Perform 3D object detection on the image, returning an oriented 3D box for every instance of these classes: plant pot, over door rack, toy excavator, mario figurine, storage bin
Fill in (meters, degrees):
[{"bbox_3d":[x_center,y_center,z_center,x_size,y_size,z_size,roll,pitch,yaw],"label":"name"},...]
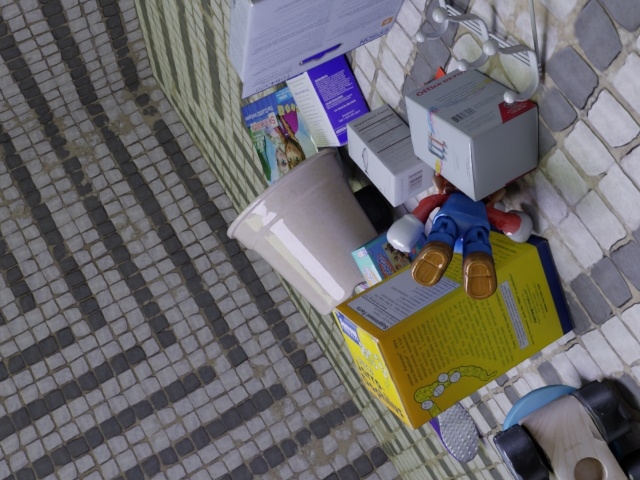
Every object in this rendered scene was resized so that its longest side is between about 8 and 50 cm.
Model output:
[{"bbox_3d":[0.000,0.000,1.825,0.305,0.334,0.334,51,165,4],"label":"plant pot"},{"bbox_3d":[0.198,-0.367,1.044,0.239,0.108,0.324,49,161,39],"label":"over door rack"},{"bbox_3d":[0.505,0.478,1.492,0.433,0.222,0.445,60,180,5],"label":"toy excavator"},{"bbox_3d":[0.239,-0.012,1.275,0.198,0.320,0.170,44,126,-14],"label":"mario figurine"},{"bbox_3d":[0.116,-0.052,2.005,0.122,0.084,0.180,58,165,15],"label":"storage bin"}]

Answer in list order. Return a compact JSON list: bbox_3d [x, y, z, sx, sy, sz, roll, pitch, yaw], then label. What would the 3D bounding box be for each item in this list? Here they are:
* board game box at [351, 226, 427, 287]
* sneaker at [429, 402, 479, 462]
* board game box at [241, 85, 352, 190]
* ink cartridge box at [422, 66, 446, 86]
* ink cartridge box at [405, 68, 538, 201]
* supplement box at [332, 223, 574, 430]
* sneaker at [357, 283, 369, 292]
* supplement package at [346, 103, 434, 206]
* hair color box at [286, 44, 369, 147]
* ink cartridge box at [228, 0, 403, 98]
[{"bbox_3d":[0.180,0.052,1.731,0.047,0.210,0.160,-25,93,44],"label":"board game box"},{"bbox_3d":[0.365,0.517,2.226,0.293,0.102,0.146,60,171,25],"label":"sneaker"},{"bbox_3d":[-0.073,-0.255,2.086,0.319,0.066,0.318,-8,105,59],"label":"board game box"},{"bbox_3d":[0.210,-0.257,1.378,0.063,0.029,0.115,58,166,15],"label":"ink cartridge box"},{"bbox_3d":[0.241,-0.176,1.218,0.176,0.128,0.127,48,161,45],"label":"ink cartridge box"},{"bbox_3d":[0.239,0.143,1.374,0.195,0.356,0.194,67,166,-20],"label":"supplement box"},{"bbox_3d":[0.196,0.187,2.196,0.305,0.114,0.152,63,-179,11],"label":"sneaker"},{"bbox_3d":[0.147,-0.180,1.596,0.179,0.105,0.105,53,164,32],"label":"supplement package"},{"bbox_3d":[-0.012,-0.389,1.755,0.339,0.110,0.185,63,168,-13],"label":"hair color box"},{"bbox_3d":[0.004,-0.386,1.243,0.071,0.324,0.330,61,166,6],"label":"ink cartridge box"}]
